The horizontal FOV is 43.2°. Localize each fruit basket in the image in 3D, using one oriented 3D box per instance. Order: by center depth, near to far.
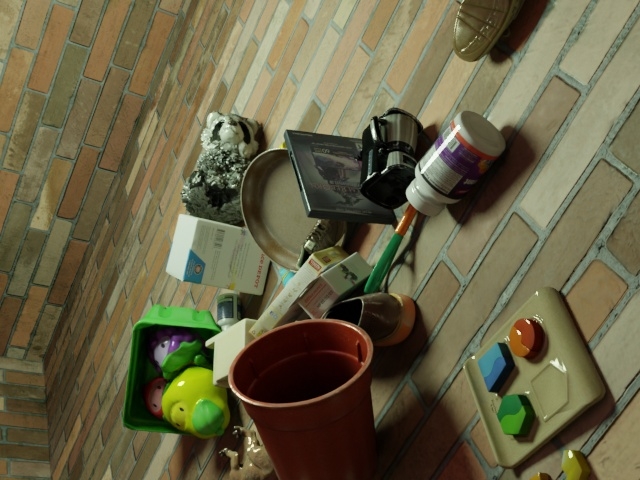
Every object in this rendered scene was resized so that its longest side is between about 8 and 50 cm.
[{"bbox_3d":[-0.385,0.396,2.194,0.392,0.283,0.392,-172,90,-81],"label":"fruit basket"}]

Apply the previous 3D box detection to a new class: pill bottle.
[{"bbox_3d":[0.244,-0.137,1.502,0.193,0.108,0.108,-52,37,36],"label":"pill bottle"},{"bbox_3d":[-0.257,0.214,2.265,0.067,0.067,0.120,-41,44,46],"label":"pill bottle"}]

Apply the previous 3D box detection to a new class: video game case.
[{"bbox_3d":[0.037,-0.143,1.778,0.274,0.196,0.026,-107,30,-43],"label":"video game case"}]

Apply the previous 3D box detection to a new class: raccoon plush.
[{"bbox_3d":[-0.328,-0.188,2.449,0.446,0.216,0.299,-44,34,44],"label":"raccoon plush"}]

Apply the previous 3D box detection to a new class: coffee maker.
[{"bbox_3d":[0.140,-0.155,1.675,0.171,0.120,0.178,113,167,-50],"label":"coffee maker"}]

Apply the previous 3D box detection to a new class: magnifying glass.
[{"bbox_3d":[0.151,0.009,1.652,0.231,0.026,0.092,-65,-12,6],"label":"magnifying glass"}]

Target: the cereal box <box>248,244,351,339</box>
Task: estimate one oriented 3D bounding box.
[{"bbox_3d":[-0.044,0.118,1.803,0.047,0.173,0.240,44,109,11],"label":"cereal box"}]

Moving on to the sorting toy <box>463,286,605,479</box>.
[{"bbox_3d":[0.331,0.251,1.247,0.229,0.041,0.307,-52,37,36],"label":"sorting toy"}]

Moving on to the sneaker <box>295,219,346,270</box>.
[{"bbox_3d":[0.000,0.000,1.830,0.066,0.071,0.188,37,127,18],"label":"sneaker"}]

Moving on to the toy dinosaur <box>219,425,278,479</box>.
[{"bbox_3d":[-0.134,0.538,1.864,0.295,0.127,0.200,-57,39,8],"label":"toy dinosaur"}]

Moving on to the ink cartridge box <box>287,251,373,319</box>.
[{"bbox_3d":[0.023,0.104,1.712,0.061,0.181,0.104,48,129,11],"label":"ink cartridge box"}]

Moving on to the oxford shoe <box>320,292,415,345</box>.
[{"bbox_3d":[0.039,0.184,1.692,0.364,0.133,0.130,-38,47,48],"label":"oxford shoe"}]

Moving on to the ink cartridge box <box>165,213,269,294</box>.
[{"bbox_3d":[-0.272,0.039,2.200,0.168,0.233,0.171,13,89,63],"label":"ink cartridge box"}]

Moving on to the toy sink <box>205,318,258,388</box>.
[{"bbox_3d":[-0.175,0.295,2.001,0.234,0.153,0.131,-32,52,50],"label":"toy sink"}]

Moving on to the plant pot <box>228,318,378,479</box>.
[{"bbox_3d":[-0.009,0.332,1.532,0.272,0.272,0.265,38,146,59],"label":"plant pot"}]

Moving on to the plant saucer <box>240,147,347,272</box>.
[{"bbox_3d":[-0.057,-0.073,1.921,0.310,0.050,0.310,14,115,31],"label":"plant saucer"}]

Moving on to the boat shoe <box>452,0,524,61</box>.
[{"bbox_3d":[0.345,-0.466,1.513,0.104,0.089,0.285,42,120,29],"label":"boat shoe"}]

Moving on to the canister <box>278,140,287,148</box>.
[{"bbox_3d":[-0.105,-0.163,2.163,0.170,0.073,0.126,-52,36,38],"label":"canister"}]

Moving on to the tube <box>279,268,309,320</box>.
[{"bbox_3d":[-0.064,0.113,2.002,0.080,0.052,0.207,-48,32,21],"label":"tube"}]
